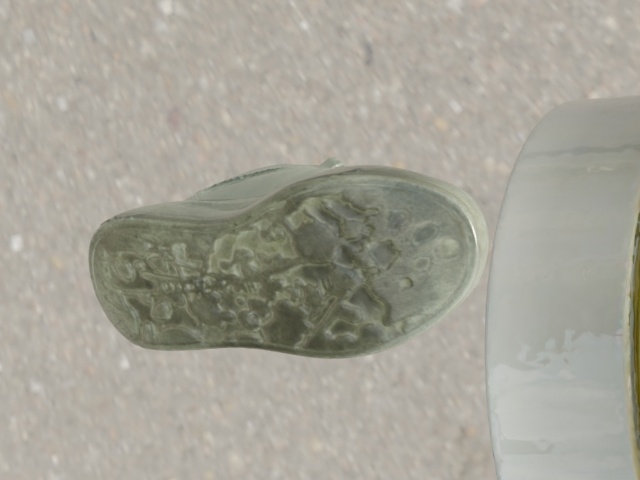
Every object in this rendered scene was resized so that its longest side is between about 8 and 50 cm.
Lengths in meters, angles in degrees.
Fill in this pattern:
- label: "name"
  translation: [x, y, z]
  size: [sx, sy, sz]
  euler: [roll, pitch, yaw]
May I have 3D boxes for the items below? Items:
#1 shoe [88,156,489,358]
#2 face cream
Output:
- label: "shoe"
  translation: [0.000, 0.000, 1.335]
  size: [0.159, 0.316, 0.124]
  euler: [-27, 109, -53]
- label: "face cream"
  translation: [0.190, 0.045, 0.784]
  size: [0.179, 0.218, 0.218]
  euler: [-2, 130, 28]
